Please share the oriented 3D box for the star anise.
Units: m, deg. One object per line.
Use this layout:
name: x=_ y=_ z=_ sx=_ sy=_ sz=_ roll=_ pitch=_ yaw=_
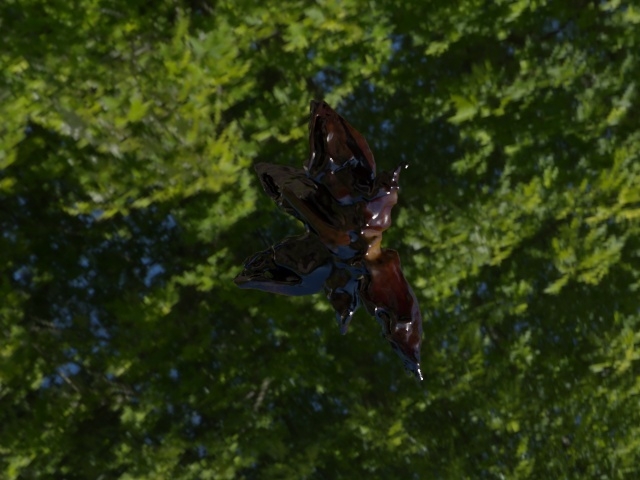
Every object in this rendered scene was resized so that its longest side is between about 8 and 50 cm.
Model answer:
star anise: x=0.002 y=-0.002 z=0.695 sx=0.157 sy=0.213 sz=0.053 roll=4 pitch=-156 yaw=34
